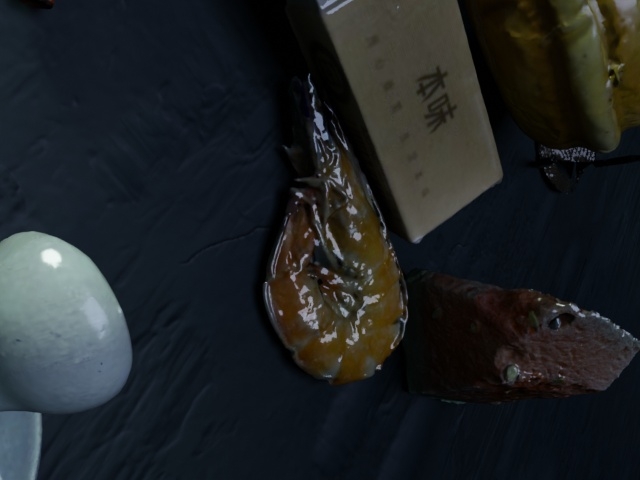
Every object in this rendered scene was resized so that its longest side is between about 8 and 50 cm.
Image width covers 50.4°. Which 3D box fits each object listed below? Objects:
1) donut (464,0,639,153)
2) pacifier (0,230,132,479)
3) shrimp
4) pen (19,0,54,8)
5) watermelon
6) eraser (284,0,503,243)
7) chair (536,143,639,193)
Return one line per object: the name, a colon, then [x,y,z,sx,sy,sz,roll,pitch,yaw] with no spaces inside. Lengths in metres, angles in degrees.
donut: [0.288,-0.320,0.835,0.449,0.198,0.449,42,40,-49]
pacifier: [-0.189,0.064,0.337,0.227,0.207,0.279,-70,148,-73]
shrimp: [0.000,0.000,0.673,0.164,0.062,0.317,-28,109,-37]
pen: [-0.194,-0.282,0.476,0.028,0.028,0.239,4,86,-48]
watermelon: [0.215,0.120,0.765,0.193,0.257,0.140,26,70,-37]
eraser: [0.075,-0.166,0.676,0.144,0.078,0.343,-36,127,-12]
chair: [0.416,-0.172,1.121,0.213,0.149,0.174,91,0,-85]
